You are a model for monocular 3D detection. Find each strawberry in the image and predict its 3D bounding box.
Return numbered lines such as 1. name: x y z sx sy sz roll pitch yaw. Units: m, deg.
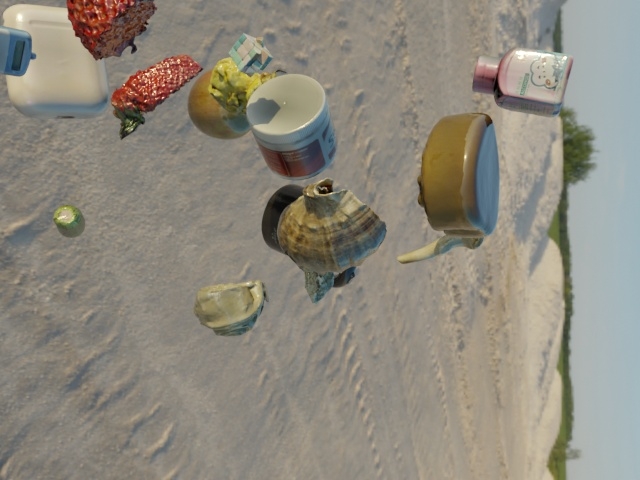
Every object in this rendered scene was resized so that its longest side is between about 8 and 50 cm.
1. strawberry: -0.432 -0.380 1.460 0.106 0.188 0.286 50 65 -22
2. strawberry: -0.551 -0.591 1.492 0.178 0.234 0.234 45 35 -7

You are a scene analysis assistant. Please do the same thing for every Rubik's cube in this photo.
1. Rubik's cube: -0.150 -0.407 1.290 0.073 0.075 0.084 -6 75 -58

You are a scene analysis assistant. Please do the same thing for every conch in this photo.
1. conch: 0.007 -0.010 1.158 0.159 0.210 0.291 -54 169 -9

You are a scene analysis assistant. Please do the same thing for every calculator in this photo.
1. calculator: -0.790 -0.460 1.383 0.210 0.039 0.121 -1 133 -43

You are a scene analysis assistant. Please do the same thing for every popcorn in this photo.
1. popcorn: -0.211 -0.430 1.613 0.173 0.195 0.168 -45 131 -19

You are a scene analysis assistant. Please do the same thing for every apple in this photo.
1. apple: -0.343 -0.481 2.025 0.256 0.233 0.257 10 90 -67

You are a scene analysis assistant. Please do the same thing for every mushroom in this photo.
1. mushroom: 0.270 0.017 1.302 0.059 0.202 0.055 11 61 -70

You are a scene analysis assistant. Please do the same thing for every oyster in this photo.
1. oyster: -0.013 0.082 1.357 0.098 0.100 0.037 -49 154 7

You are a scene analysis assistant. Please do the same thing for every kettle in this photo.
1. kettle: 0.000 0.000 1.679 0.207 0.290 0.269 -28 129 -43

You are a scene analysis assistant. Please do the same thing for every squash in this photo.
1. squash: -0.582 -0.043 1.344 0.229 0.066 0.066 167 -74 -69

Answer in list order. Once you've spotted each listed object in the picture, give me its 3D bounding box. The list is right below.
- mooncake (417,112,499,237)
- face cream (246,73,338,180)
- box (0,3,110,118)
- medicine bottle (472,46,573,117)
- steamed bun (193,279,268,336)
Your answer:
1. mooncake: 0.255 -0.121 1.055 0.234 0.117 0.235 5 84 -59
2. face cream: -0.066 -0.280 1.452 0.187 0.200 0.201 69 29 -57
3. box: -0.805 -0.541 1.767 0.288 0.141 0.349 -7 83 -31
4. medicine bottle: 0.427 -0.341 1.236 0.094 0.187 0.119 22 83 -71
5. steamed bun: -0.247 0.203 1.645 0.218 0.211 0.145 134 -56 -60
